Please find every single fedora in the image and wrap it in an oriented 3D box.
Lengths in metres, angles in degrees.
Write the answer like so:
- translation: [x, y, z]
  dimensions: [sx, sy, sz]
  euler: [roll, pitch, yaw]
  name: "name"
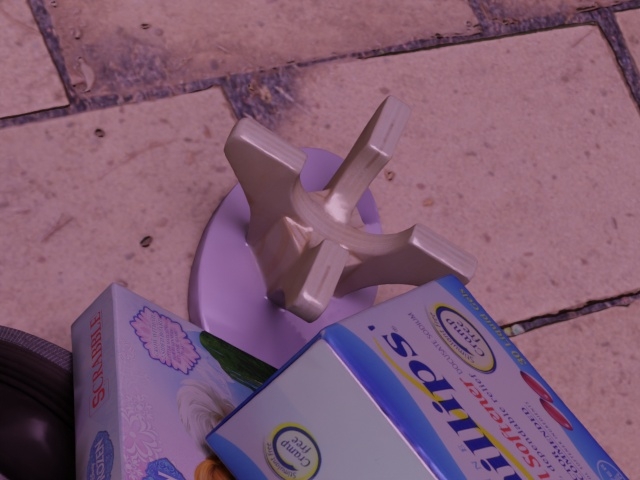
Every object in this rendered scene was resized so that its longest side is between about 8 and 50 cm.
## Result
- translation: [-0.247, 0.188, 1.394]
  dimensions: [0.275, 0.124, 0.244]
  euler: [22, 34, -43]
  name: "fedora"

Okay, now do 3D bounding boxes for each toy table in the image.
- translation: [0.000, 0.000, 1.627]
  dimensions: [0.252, 0.161, 0.274]
  euler: [22, 56, -17]
  name: "toy table"

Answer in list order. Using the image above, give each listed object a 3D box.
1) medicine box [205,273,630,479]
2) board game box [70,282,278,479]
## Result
- translation: [0.093, 0.188, 1.434]
  dimensions: [0.263, 0.149, 0.289]
  euler: [50, 23, 10]
  name: "medicine box"
- translation: [-0.051, 0.218, 1.422]
  dimensions: [0.318, 0.066, 0.319]
  euler: [30, 28, -29]
  name: "board game box"
